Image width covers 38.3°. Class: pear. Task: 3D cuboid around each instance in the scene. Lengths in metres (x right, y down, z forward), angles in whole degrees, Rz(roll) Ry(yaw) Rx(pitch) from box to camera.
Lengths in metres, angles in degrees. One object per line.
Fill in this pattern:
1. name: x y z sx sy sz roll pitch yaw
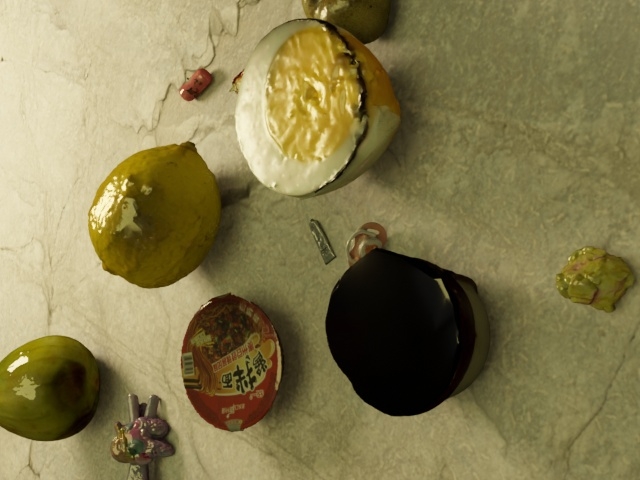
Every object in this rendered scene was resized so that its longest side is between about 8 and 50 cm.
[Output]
1. pear: 0.050 -0.442 1.702 0.167 0.136 0.167 -6 73 21

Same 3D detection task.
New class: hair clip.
1. hair clip: -0.387 0.479 2.010 0.137 0.090 0.278 2 92 2

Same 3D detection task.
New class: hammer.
1. hammer: -0.271 -0.337 1.993 0.083 0.043 0.043 -39 66 30

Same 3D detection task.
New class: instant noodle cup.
1. instant noodle cup: -0.156 0.243 1.846 0.274 0.090 0.274 -3 85 36

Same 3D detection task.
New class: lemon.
1. lemon: -0.331 -0.052 1.887 0.268 0.268 0.322 44 106 30

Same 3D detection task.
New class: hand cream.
1. hand cream: 0.000 0.000 1.790 0.030 0.019 0.093 -34 70 32

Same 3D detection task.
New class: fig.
1. fig: -0.641 0.335 2.097 0.271 0.239 0.239 -2 85 -5

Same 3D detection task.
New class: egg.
1. egg: 0.014 -0.226 1.679 0.337 0.201 0.337 -8 78 41

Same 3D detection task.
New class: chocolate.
1. chocolate: 0.166 0.148 1.557 0.283 0.186 0.284 6 100 41

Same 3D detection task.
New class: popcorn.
1. popcorn: 0.427 0.059 1.435 0.109 0.089 0.097 -27 37 23

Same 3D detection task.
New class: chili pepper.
1. chili pepper: -0.121 -0.349 1.892 0.178 0.027 0.045 -32 74 31

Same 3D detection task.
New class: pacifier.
1. pacifier: 0.076 0.008 1.707 0.078 0.081 0.099 39 112 61
